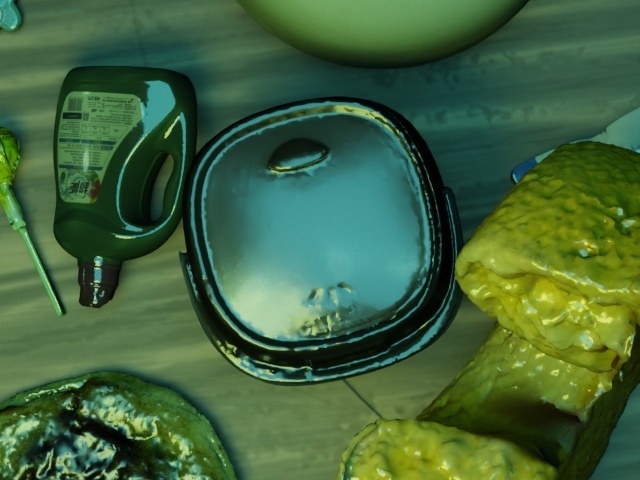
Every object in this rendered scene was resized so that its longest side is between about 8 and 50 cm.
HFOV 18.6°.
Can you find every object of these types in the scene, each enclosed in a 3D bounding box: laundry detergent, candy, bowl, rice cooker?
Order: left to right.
[{"bbox_3d":[-0.280,-0.018,1.822,0.062,0.058,0.194,-21,96,41],"label":"candy"},{"bbox_3d":[-0.184,-0.047,1.792,0.144,0.078,0.221,2,85,24],"label":"laundry detergent"},{"bbox_3d":[0.000,0.000,1.717,0.267,0.224,0.267,0,85,1],"label":"rice cooker"},{"bbox_3d":[0.062,-0.319,1.664,0.354,0.185,0.353,0,97,-3],"label":"bowl"}]

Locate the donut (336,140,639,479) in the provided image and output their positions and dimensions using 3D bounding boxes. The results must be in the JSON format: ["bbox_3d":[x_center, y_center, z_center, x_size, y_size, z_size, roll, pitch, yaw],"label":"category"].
[{"bbox_3d":[0.180,0.108,1.645,0.163,0.378,0.435,31,105,16],"label":"donut"}]

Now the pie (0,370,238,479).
[{"bbox_3d":[-0.212,0.269,1.788,0.323,0.070,0.323,0,85,2],"label":"pie"}]

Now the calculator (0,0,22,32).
[{"bbox_3d":[-0.329,-0.219,1.845,0.094,0.019,0.141,42,89,6],"label":"calculator"}]

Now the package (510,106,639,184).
[{"bbox_3d":[0.285,-0.026,1.796,0.173,0.027,0.171,-26,88,15],"label":"package"}]
